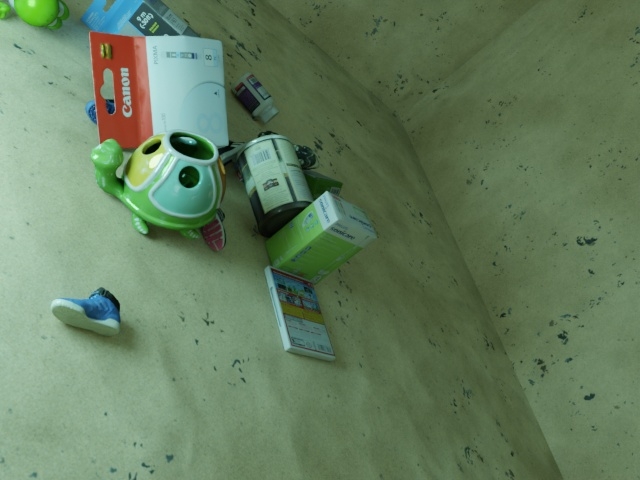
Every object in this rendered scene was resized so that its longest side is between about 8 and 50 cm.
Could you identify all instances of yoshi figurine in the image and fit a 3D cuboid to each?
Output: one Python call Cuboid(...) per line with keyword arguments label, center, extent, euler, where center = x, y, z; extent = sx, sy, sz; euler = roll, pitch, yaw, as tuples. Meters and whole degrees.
Cuboid(label="yoshi figurine", center=(-0.819, -0.686, 1.540), extent=(0.362, 0.204, 0.202), euler=(35, 46, -37))

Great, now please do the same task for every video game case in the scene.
Cuboid(label="video game case", center=(-0.063, 0.220, 1.794), extent=(0.204, 0.025, 0.285), euler=(24, 37, -44))

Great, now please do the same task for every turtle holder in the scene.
Cuboid(label="turtle holder", center=(-0.390, -0.171, 1.498), extent=(0.320, 0.227, 0.243), euler=(29, 38, -9))

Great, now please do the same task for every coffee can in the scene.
Cuboid(label="coffee can", center=(-0.142, -0.174, 1.937), extent=(0.202, 0.202, 0.275), euler=(13, 51, -53))

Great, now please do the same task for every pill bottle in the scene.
Cuboid(label="pill bottle", center=(-0.258, -0.569, 2.397), extent=(0.193, 0.108, 0.108), euler=(50, 25, -6))

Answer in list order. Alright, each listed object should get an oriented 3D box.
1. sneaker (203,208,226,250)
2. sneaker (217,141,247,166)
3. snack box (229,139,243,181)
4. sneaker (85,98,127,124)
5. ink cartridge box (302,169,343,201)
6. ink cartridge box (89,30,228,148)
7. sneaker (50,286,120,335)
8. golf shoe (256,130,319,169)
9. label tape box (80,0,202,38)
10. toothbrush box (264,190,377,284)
Cuboid(label="sneaker", center=(-0.301, -0.050, 1.700), extent=(0.170, 0.063, 0.075), euler=(68, 16, 15))
Cuboid(label="sneaker", center=(-0.322, -0.315, 1.972), extent=(0.121, 0.079, 0.217), euler=(40, 27, 4))
Cuboid(label="snack box", center=(-0.280, -0.272, 2.073), extent=(0.064, 0.022, 0.178), euler=(15, 44, -51))
Cuboid(label="sneaker", center=(-0.559, -0.357, 1.667), extent=(0.090, 0.081, 0.232), euler=(44, 22, 31))
Cuboid(label="ink cartridge box", center=(-0.072, -0.229, 2.302), extent=(0.255, 0.097, 0.189), euler=(26, 12, 30))
Cuboid(label="ink cartridge box", center=(-0.432, -0.411, 1.653), extent=(0.385, 0.091, 0.308), euler=(-14, 106, -49))
Cuboid(label="sneaker", center=(-0.466, 0.128, 1.193), extent=(0.152, 0.058, 0.084), euler=(33, 37, -43))
Cuboid(label="golf shoe", center=(-0.129, -0.324, 2.232), extent=(0.273, 0.105, 0.120), euler=(27, 1, 27))
Cuboid(label="label tape box", center=(-0.551, -0.620, 1.820), extent=(0.334, 0.241, 0.105), euler=(39, 30, -24))
Cuboid(label="toothbrush box", center=(0.000, 0.000, 1.884), extent=(0.206, 0.283, 0.122), euler=(22, 39, -46))
